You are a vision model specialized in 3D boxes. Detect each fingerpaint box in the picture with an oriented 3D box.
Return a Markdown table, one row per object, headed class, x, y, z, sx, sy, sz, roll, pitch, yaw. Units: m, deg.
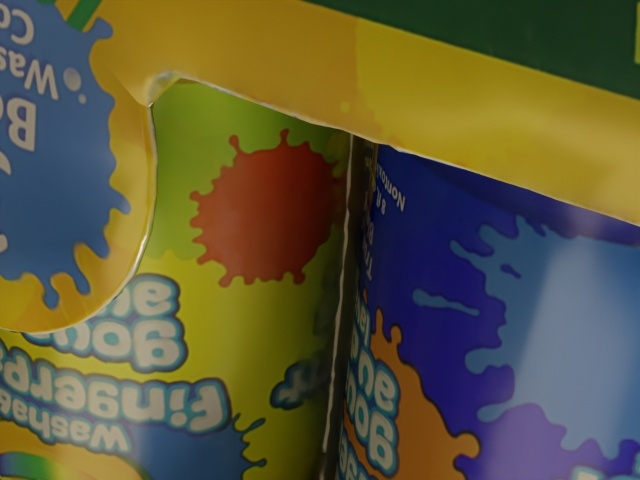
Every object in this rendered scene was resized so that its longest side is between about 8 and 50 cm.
| class | x | y | z | sx | sy | sz | roll | pitch | yaw |
| --- | --- | --- | --- | --- | --- | --- | --- | --- | --- |
| fingerpaint box | 0.076 | 0.074 | 0.485 | 0.444 | 0.163 | 0.371 | 20 | 122 | 23 |
